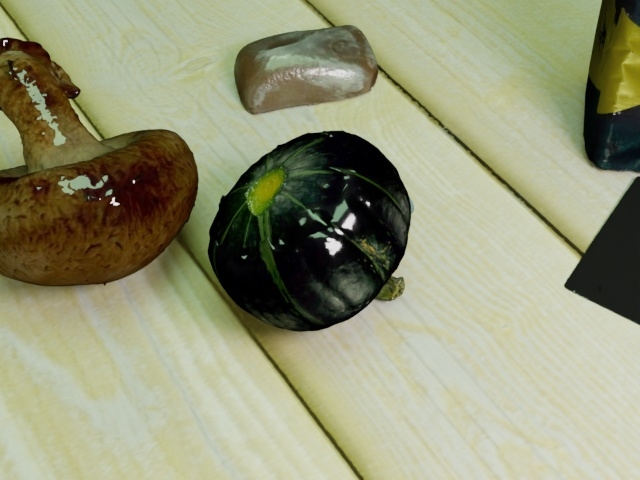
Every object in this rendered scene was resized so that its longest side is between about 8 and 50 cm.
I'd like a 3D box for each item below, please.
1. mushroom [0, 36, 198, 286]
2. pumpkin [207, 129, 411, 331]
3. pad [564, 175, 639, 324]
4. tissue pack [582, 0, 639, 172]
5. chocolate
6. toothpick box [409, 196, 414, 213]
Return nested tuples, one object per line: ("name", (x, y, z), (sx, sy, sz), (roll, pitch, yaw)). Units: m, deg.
("mushroom", (-0.342, -0.114, 1.379), (0.331, 0.356, 0.334), (2, 2, -31))
("pumpkin", (0.000, 0.000, 1.346), (0.295, 0.296, 0.296), (-1, 50, 1))
("pad", (0.493, 0.017, 1.443), (0.159, 0.009, 0.265), (29, 58, 22))
("tissue pack", (0.555, -0.327, 1.458), (0.253, 0.417, 0.264), (8, 51, 8))
("chocolate", (-0.026, -0.317, 1.683), (0.254, 0.080, 0.157), (-11, 51, -7))
("toothpick box", (0.099, -0.036, 1.466), (0.052, 0.052, 0.083), (31, 56, 24))
